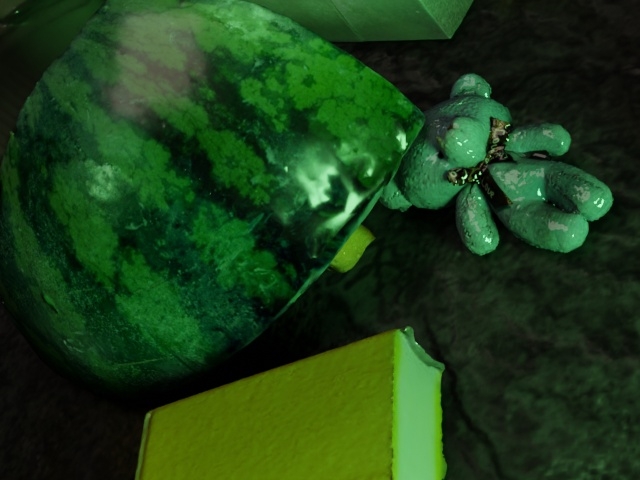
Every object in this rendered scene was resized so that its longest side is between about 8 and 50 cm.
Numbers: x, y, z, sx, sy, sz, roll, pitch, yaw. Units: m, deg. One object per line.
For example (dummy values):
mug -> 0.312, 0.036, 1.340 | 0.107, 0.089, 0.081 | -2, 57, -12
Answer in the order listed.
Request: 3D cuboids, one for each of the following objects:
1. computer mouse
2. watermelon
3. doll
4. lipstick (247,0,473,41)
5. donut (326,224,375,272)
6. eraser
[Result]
computer mouse -> -0.378, -0.186, 1.563 | 0.228, 0.145, 0.429 | 11, 62, 49
watermelon -> -0.137, -0.046, 1.123 | 0.292, 0.222, 0.319 | -52, 27, -12
doll -> 0.118, -0.051, 1.047 | 0.120, 0.075, 0.180 | -52, 38, -5
lipstick -> -0.008, -0.219, 1.322 | 0.317, 0.068, 0.066 | 7, 59, 45
donut -> 0.000, 0.000, 1.118 | 0.083, 0.067, 0.038 | 18, 82, 29
eraser -> -0.025, 0.163, 0.979 | 0.226, 0.069, 0.158 | -21, 47, 28
